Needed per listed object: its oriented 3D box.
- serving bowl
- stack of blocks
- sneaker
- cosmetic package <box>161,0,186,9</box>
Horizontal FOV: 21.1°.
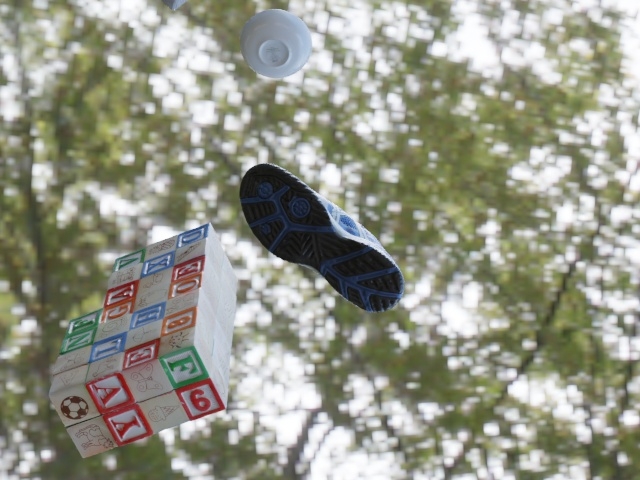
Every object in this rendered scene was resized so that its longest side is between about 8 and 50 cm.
[{"bbox_3d":[-0.051,-0.217,1.940,0.083,0.083,0.027,-52,-164,30],"label":"serving bowl"},{"bbox_3d":[-0.193,0.106,1.943,0.171,0.297,0.087,-20,-66,10],"label":"stack of blocks"},{"bbox_3d":[0.000,0.000,1.803,0.211,0.081,0.080,42,-82,6],"label":"sneaker"},{"bbox_3d":[-0.148,-0.395,1.986,0.107,0.127,0.238,41,-35,9],"label":"cosmetic package"}]
